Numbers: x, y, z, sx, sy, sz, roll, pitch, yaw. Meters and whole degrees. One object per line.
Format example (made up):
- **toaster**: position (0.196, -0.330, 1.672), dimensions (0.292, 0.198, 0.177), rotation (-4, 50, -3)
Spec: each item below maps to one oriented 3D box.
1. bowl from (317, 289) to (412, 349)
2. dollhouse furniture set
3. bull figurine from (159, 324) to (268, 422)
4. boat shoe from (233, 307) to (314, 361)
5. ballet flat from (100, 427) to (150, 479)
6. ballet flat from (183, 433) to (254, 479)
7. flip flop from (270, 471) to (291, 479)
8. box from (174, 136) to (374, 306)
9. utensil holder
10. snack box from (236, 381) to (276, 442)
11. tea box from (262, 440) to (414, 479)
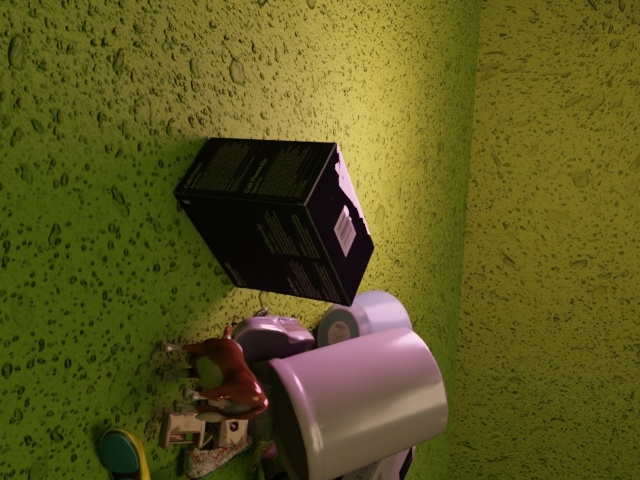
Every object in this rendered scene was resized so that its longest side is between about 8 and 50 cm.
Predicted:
- **bowl**: position (0.108, 0.298, 1.923), dimensions (0.163, 0.312, 0.311), rotation (12, 84, -45)
- **dollhouse furniture set**: position (-0.265, 0.366, 1.383), dimensions (0.184, 0.129, 0.128), rotation (8, 88, -34)
- **bull figurine**: position (-0.220, 0.266, 1.299), dimensions (0.189, 0.310, 0.101), rotation (0, 106, -28)
- **boat shoe**: position (-0.126, 0.235, 1.624), dimensions (0.118, 0.103, 0.320), rotation (-43, 154, 15)
- **ballet flat**: position (-0.367, 0.431, 1.226), dimensions (0.077, 0.077, 0.230), rotation (-79, 166, -62)
- **ballet flat**: position (-0.232, 0.479, 1.484), dimensions (0.241, 0.091, 0.077), rotation (-8, 80, -66)
- **flip flop**: position (-0.117, 0.732, 1.673), dimensions (0.080, 0.112, 0.277), rotation (18, 97, -19)
- **box**: position (-0.086, -0.041, 1.393), dimensions (0.179, 0.313, 0.343), rotation (-65, 149, -33)
- **utensil holder**: position (0.081, 0.415, 1.635), dimensions (0.386, 0.327, 0.327), rotation (-14, 113, -21)
- **snack box**: position (-0.162, 0.420, 1.580), dimensions (0.037, 0.100, 0.141), rotation (-31, 123, -58)
- **tea box**: position (0.062, 0.623, 1.822), dimensions (0.329, 0.324, 0.219), rotation (-47, 136, -51)
